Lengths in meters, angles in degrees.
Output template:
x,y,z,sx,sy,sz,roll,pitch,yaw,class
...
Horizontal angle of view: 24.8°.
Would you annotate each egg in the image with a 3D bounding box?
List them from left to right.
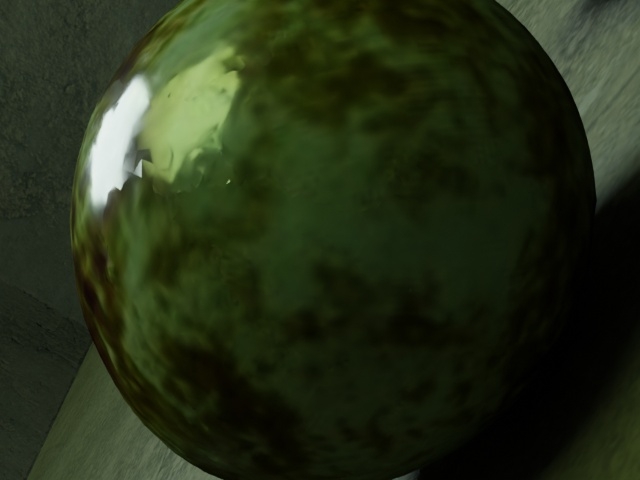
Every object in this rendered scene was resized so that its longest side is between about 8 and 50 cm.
x,y,z,sx,sy,sz,roll,pitch,yaw,class
0.000,0.000,0.686,0.289,0.238,0.238,117,178,-52,egg
